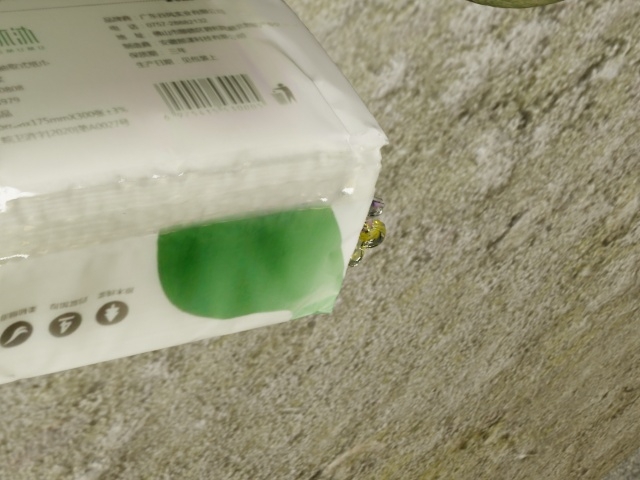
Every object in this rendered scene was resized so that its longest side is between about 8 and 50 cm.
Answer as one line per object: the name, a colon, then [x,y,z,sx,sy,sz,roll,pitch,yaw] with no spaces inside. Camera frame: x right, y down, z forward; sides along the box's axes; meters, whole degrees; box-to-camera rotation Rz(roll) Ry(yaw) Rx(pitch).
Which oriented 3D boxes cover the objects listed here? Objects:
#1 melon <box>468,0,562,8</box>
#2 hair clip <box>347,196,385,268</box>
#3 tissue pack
melon: [0.129,-0.291,0.825,0.248,0.248,0.329,-42,150,9]
hair clip: [0.000,0.000,1.256,0.116,0.049,0.172,17,130,-35]
tissue pack: [-0.168,-0.062,0.823,0.357,0.266,0.193,-11,139,-32]
